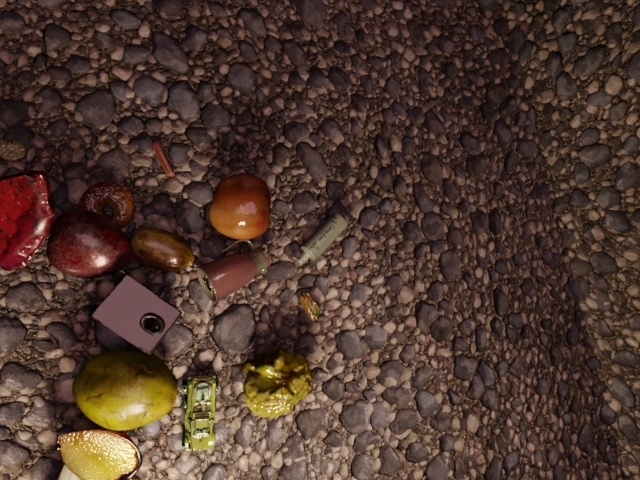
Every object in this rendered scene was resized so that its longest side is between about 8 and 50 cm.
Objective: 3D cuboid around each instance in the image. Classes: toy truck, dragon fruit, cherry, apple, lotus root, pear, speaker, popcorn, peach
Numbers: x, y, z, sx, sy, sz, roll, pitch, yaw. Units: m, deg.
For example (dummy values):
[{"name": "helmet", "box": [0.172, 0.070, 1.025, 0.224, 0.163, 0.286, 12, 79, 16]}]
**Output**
[{"name": "toy truck", "box": [-0.434, 0.628, 1.618, 0.129, 0.135, 0.259, 4, 86, -19]}, {"name": "dragon fruit", "box": [-1.002, -0.070, 1.431, 0.241, 0.303, 0.329, 1, 99, -41]}, {"name": "cherry", "box": [-0.775, 0.018, 1.512, 0.301, 0.203, 0.230, 18, 102, -9]}, {"name": "apple", "box": [-0.302, -0.128, 1.704, 0.254, 0.254, 0.253, 2, 83, -20]}, {"name": "lotus root", "box": [-0.567, 0.039, 1.642, 0.261, 0.128, 0.145, 23, 90, -14]}, {"name": "pear", "box": [-0.637, 0.488, 1.491, 0.322, 0.269, 0.268, 21, 77, -7]}, {"name": "speaker", "box": [-0.634, 0.244, 1.536, 0.254, 0.232, 0.184, 39, 71, -13]}, {"name": "popcorn", "box": [-0.164, 0.529, 1.686, 0.271, 0.224, 0.257, 13, 63, -10]}, {"name": "peach", "box": [-0.715, 0.682, 1.460, 0.189, 0.068, 0.279, -48, 111, -6]}]

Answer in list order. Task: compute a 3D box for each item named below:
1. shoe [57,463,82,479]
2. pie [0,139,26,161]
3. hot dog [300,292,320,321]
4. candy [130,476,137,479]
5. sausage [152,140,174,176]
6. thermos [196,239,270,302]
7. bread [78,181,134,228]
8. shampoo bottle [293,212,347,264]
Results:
[{"name": "shoe", "box": [-0.786, 0.853, 1.472, 0.160, 0.124, 0.315, 14, 85, -18]}, {"name": "pie", "box": [-1.061, -0.310, 1.557, 0.085, 0.017, 0.084, 3, 81, -20]}, {"name": "hot dog", "box": [-0.038, 0.273, 1.853, 0.057, 0.041, 0.132, -27, 93, -21]}, {"name": "candy", "box": [-0.624, 0.858, 1.564, 0.084, 0.078, 0.287, -36, 108, 10]}, {"name": "sausage", "box": [-0.599, -0.309, 1.721, 0.030, 0.035, 0.146, -25, 92, 11]}, {"name": "thermos", "box": [-0.324, 0.100, 1.719, 0.265, 0.146, 0.176, -29, 102, -30]}, {"name": "bread", "box": [-0.768, -0.123, 1.621, 0.194, 0.064, 0.193, 1, 87, -22]}, {"name": "shampoo bottle", "box": [0.000, 0.000, 1.877, 0.085, 0.085, 0.262, 46, 72, -10]}]
